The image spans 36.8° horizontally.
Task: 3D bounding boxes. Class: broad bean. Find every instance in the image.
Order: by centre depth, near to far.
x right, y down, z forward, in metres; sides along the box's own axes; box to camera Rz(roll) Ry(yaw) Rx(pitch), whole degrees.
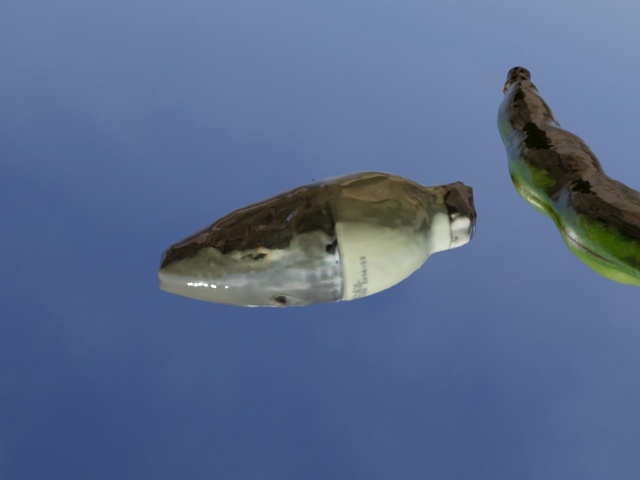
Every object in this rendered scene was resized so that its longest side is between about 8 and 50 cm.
[{"bbox_3d":[0.148,-0.035,0.569,0.060,0.043,0.297,-12,-147,-6],"label":"broad bean"}]

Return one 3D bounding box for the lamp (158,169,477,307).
[{"bbox_3d":[0.000,0.000,0.730,0.250,0.101,0.101,-10,-148,-6],"label":"lamp"}]
